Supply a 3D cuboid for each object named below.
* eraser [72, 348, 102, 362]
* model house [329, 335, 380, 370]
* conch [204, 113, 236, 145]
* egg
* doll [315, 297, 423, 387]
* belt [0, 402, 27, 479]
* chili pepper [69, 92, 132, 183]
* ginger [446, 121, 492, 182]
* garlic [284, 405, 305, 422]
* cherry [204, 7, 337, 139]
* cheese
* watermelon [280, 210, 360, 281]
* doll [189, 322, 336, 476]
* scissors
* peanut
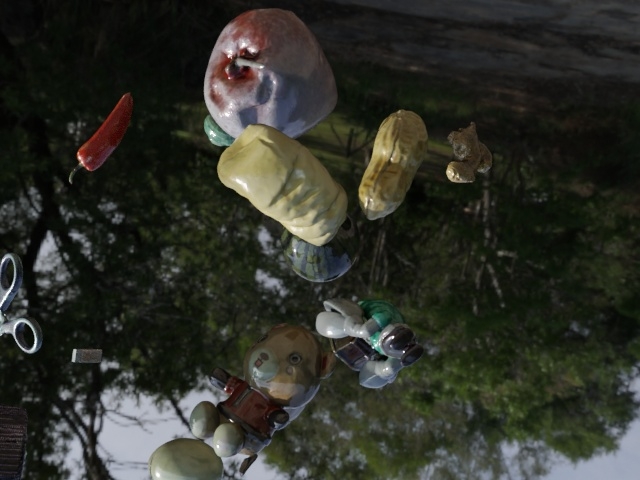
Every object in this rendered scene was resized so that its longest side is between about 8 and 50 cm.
[{"bbox_3d":[-0.658,0.325,1.950,0.019,0.038,0.083,4,175,39],"label":"eraser"},{"bbox_3d":[0.118,0.285,1.968,0.165,0.152,0.106,41,-148,-29],"label":"model house"},{"bbox_3d":[-0.307,-0.389,2.360,0.188,0.122,0.176,-4,-147,23],"label":"conch"},{"bbox_3d":[-0.439,0.743,2.259,0.253,0.187,0.186,8,-171,8],"label":"egg"},{"bbox_3d":[0.088,0.170,1.281,0.153,0.195,0.258,-31,164,-10],"label":"doll"},{"bbox_3d":[-0.727,0.515,1.537,0.122,0.325,0.260,9,-139,-27],"label":"belt"},{"bbox_3d":[-0.545,-0.252,1.736,0.063,0.272,0.071,33,175,42],"label":"chili pepper"},{"bbox_3d":[0.355,-0.212,1.711,0.214,0.133,0.059,-33,177,-43],"label":"ginger"},{"bbox_3d":[-0.148,0.484,2.092,0.227,0.228,0.152,0,-130,-46],"label":"garlic"},{"bbox_3d":[-0.121,-0.375,1.671,0.291,0.327,0.335,13,153,37],"label":"cherry"},{"bbox_3d":[-0.054,-0.087,1.097,0.214,0.117,0.226,38,179,-22],"label":"cheese"},{"bbox_3d":[0.000,0.000,1.758,0.212,0.212,0.212,11,-170,-2],"label":"watermelon"},{"bbox_3d":[-0.117,0.334,1.503,0.235,0.330,0.174,24,159,47],"label":"doll"},{"bbox_3d":[-0.834,0.208,1.772,0.383,0.256,0.029,-29,166,37],"label":"scissors"},{"bbox_3d":[0.179,-0.189,1.738,0.146,0.306,0.147,22,169,4],"label":"peanut"}]
